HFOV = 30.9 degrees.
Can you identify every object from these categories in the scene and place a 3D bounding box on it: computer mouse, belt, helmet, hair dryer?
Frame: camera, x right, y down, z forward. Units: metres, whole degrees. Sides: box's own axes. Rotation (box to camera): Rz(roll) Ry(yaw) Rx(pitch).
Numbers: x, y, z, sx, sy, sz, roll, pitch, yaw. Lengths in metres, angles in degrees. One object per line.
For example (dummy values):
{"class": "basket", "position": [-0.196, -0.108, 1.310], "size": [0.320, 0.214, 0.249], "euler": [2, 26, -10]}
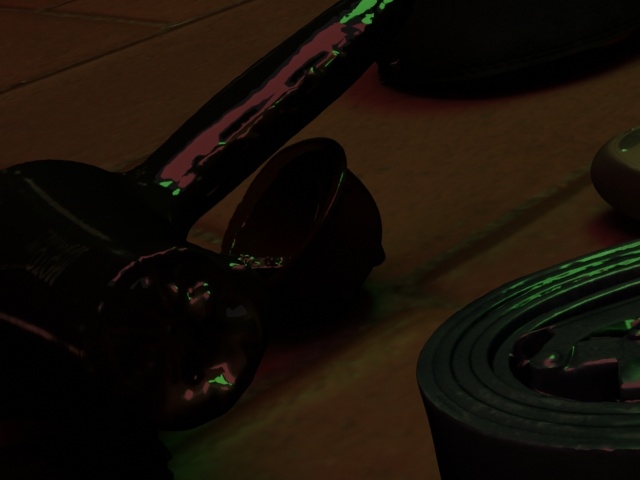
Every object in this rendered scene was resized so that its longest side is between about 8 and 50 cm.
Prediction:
{"class": "computer mouse", "position": [0.179, -0.027, 0.570], "size": [0.066, 0.039, 0.096], "euler": [-28, 36, -31]}
{"class": "belt", "position": [0.129, 0.053, 0.360], "size": [0.190, 0.082, 0.141], "euler": [-15, 21, -5]}
{"class": "belt", "position": [0.157, -0.202, 0.878], "size": [0.267, 0.116, 0.206], "euler": [-21, 20, -14]}
{"class": "helmet", "position": [0.000, 0.000, 0.567], "size": [0.089, 0.057, 0.111], "euler": [-57, 22, 4]}
{"class": "hair dryer", "position": [-0.015, -0.060, 0.485], "size": [0.359, 0.120, 0.304], "euler": [-45, 14, -18]}

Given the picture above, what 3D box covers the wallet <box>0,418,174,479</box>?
{"class": "wallet", "position": [-0.197, 0.136, 0.369], "size": [0.321, 0.044, 0.170], "euler": [-13, 14, -10]}
